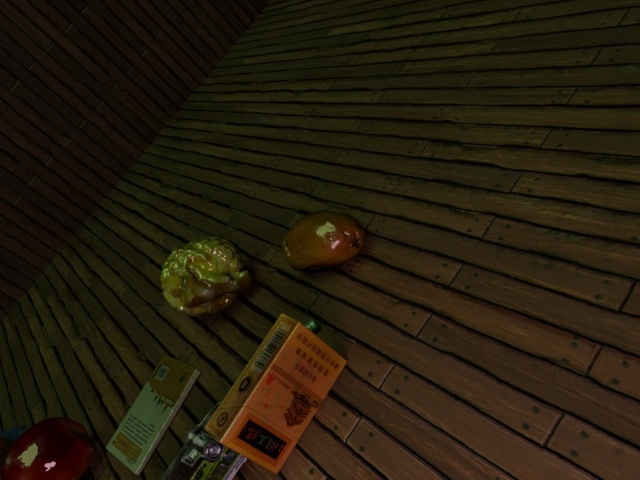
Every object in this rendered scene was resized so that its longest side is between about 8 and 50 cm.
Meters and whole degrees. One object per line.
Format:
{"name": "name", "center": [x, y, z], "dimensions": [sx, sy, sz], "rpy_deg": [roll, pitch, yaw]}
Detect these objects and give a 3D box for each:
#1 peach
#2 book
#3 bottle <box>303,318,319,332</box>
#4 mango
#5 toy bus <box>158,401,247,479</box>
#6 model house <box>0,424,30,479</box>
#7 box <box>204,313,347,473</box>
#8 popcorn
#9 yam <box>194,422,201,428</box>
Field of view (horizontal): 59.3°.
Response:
{"name": "peach", "center": [-0.750, 0.604, 1.542], "dimensions": [0.243, 0.199, 0.243], "rpy_deg": [-41, 3, 3]}
{"name": "book", "center": [-0.460, 0.463, 1.537], "dimensions": [0.207, 0.020, 0.296], "rpy_deg": [5, 59, 49]}
{"name": "bottle", "center": [-0.042, 0.220, 1.331], "dimensions": [0.083, 0.030, 0.030], "rpy_deg": [-39, 35, 9]}
{"name": "mango", "center": [0.000, 0.000, 1.432], "dimensions": [0.248, 0.151, 0.156], "rpy_deg": [-18, 12, 44]}
{"name": "toy bus", "center": [-0.253, 0.503, 1.181], "dimensions": [0.113, 0.139, 0.302], "rpy_deg": [6, 52, 49]}
{"name": "model house", "center": [-0.976, 0.645, 1.660], "dimensions": [0.329, 0.295, 0.251], "rpy_deg": [-53, 39, -6]}
{"name": "box", "center": [-0.084, 0.313, 1.154], "dimensions": [0.076, 0.174, 0.274], "rpy_deg": [13, 64, 53]}
{"name": "popcorn", "center": [-0.319, 0.107, 1.604], "dimensions": [0.251, 0.206, 0.237], "rpy_deg": [13, 47, 33]}
{"name": "yam", "center": [-0.260, 0.459, 1.310], "dimensions": [0.043, 0.043, 0.094], "rpy_deg": [-55, 34, -12]}
